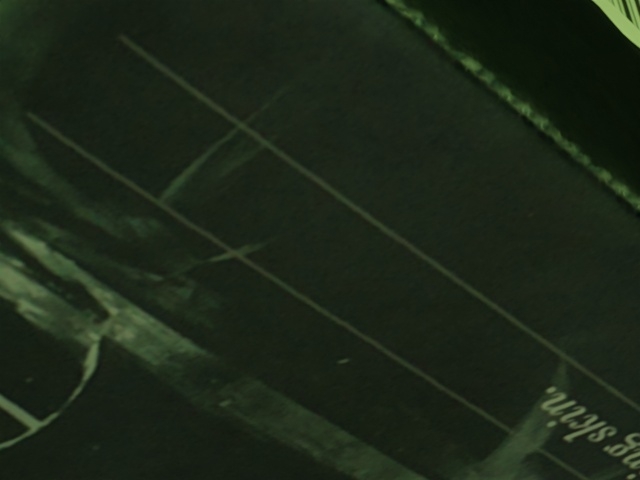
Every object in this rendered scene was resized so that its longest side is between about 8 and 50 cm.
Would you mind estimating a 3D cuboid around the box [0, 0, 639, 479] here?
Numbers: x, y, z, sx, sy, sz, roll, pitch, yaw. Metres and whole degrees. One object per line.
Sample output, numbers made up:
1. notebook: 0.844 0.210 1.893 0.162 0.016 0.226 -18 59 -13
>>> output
1. box: -0.054 0.045 0.632 0.471 0.297 0.480 -34 132 28
